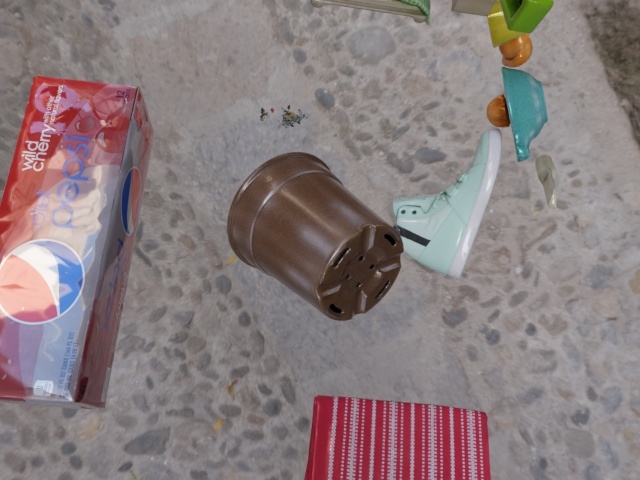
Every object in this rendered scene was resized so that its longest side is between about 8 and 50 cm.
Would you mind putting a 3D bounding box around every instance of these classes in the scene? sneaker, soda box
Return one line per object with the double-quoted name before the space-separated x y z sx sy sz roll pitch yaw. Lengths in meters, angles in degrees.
"sneaker" 0.203 -0.080 0.987 0.151 0.094 0.256 20 93 13
"soda box" -0.208 0.000 0.490 0.092 0.083 0.263 5 70 -2

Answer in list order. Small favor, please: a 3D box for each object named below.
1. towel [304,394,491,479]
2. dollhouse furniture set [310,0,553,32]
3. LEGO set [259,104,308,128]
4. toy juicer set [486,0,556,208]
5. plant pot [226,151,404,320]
"towel" 0.113 0.338 0.875 0.274 0.031 0.199 6 61 0
"dollhouse furniture set" 0.138 -0.386 0.714 0.301 0.151 0.198 4 59 -10
"LEGO set" -0.062 -0.208 1.009 0.083 0.023 0.054 15 50 12
"toy juicer set" 0.322 -0.211 0.974 0.089 0.209 0.329 -11 91 20
"plant pot" 0.000 0.000 0.710 0.167 0.165 0.167 -22 130 -29
